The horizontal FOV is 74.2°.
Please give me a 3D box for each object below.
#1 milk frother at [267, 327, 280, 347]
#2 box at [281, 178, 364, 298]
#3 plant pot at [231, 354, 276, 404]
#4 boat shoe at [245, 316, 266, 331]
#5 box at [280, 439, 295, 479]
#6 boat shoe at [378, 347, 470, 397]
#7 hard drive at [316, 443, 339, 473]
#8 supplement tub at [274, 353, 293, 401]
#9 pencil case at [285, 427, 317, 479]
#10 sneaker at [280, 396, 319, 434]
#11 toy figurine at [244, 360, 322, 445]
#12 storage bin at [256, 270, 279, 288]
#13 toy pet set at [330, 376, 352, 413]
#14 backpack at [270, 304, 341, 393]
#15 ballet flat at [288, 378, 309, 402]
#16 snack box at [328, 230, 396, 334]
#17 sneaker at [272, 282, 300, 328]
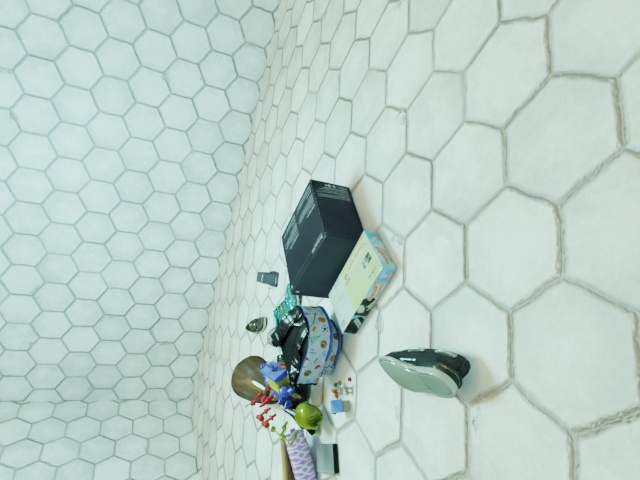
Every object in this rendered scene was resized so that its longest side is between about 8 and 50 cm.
[{"bbox_3d":[-0.154,0.472,1.878,0.134,0.129,0.143,3,77,47],"label":"milk frother"},{"bbox_3d":[0.000,0.000,1.657,0.313,0.178,0.343,-103,32,-41],"label":"box"},{"bbox_3d":[-0.282,0.696,2.044,0.230,0.215,0.216,9,90,51],"label":"plant pot"},{"bbox_3d":[-0.374,0.489,2.431,0.223,0.073,0.080,139,134,-56],"label":"boat shoe"},{"bbox_3d":[-0.105,0.876,1.644,0.021,0.164,0.201,-19,55,15],"label":"box"},{"bbox_3d":[0.261,0.328,1.090,0.114,0.091,0.302,56,156,-12],"label":"boat shoe"},{"bbox_3d":[0.025,0.784,1.524,0.135,0.022,0.094,-43,44,54],"label":"hard drive"},{"bbox_3d":[-0.158,0.611,1.883,0.106,0.106,0.198,-47,42,51],"label":"supplement tub"},{"bbox_3d":[-0.074,0.827,1.604,0.088,0.086,0.206,89,167,-78],"label":"pencil case"},{"bbox_3d":[-0.087,0.709,1.694,0.234,0.084,0.097,5,99,54],"label":"sneaker"},{"bbox_3d":[-0.171,0.575,1.623,0.362,0.191,0.217,12,121,54],"label":"toy figurine"},{"bbox_3d":[-0.296,0.215,2.336,0.135,0.091,0.098,-178,96,-66],"label":"storage bin"},{"bbox_3d":[0.057,0.546,1.484,0.122,0.065,0.114,132,140,-51],"label":"toy pet set"},{"bbox_3d":[-0.041,0.379,1.586,0.276,0.213,0.264,54,138,49],"label":"backpack"},{"bbox_3d":[-0.097,0.535,1.786,0.095,0.096,0.281,-22,62,61],"label":"ballet flat"},{"bbox_3d":[0.134,0.147,1.456,0.322,0.060,0.187,-64,30,33],"label":"snack box"},{"bbox_3d":[-0.166,0.333,1.990,0.107,0.109,0.276,20,99,65],"label":"sneaker"}]
